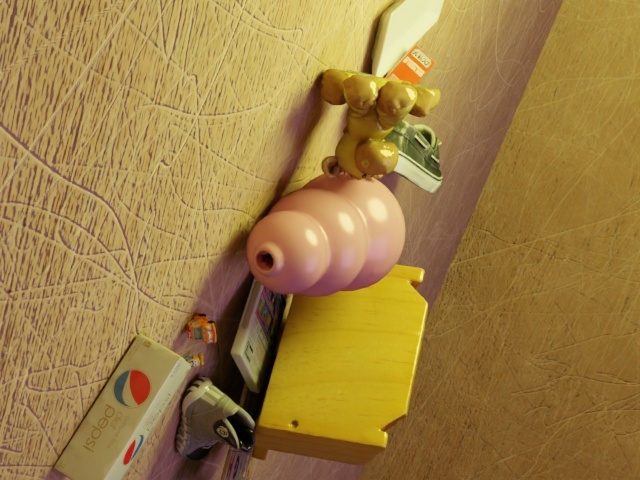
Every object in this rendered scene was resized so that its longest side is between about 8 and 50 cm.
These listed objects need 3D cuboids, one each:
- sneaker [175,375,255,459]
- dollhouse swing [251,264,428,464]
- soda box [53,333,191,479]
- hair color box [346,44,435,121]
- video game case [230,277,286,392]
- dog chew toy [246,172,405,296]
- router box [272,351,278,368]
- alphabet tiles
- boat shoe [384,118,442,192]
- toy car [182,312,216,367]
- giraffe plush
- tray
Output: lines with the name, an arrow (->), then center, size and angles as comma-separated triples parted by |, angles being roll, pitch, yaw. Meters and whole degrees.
sneaker -> -0.175, 0.339, 1.888 | 0.086, 0.132, 0.228 | -49, 160, -34
dollhouse swing -> 0.031, 0.255, 2.036 | 0.305, 0.315, 0.346 | 78, 23, -57
soda box -> -0.269, 0.241, 1.507 | 0.216, 0.074, 0.069 | -59, 165, -13
hair color box -> 0.126, -0.263, 1.941 | 0.167, 0.053, 0.093 | -51, -176, -33
video game case -> -0.105, 0.148, 1.902 | 0.201, 0.023, 0.183 | 76, 28, -63
dog chew toy -> 0.000, 0.000, 1.781 | 0.332, 0.207, 0.206 | -21, 137, -58
router box -> -0.063, 0.276, 2.341 | 0.133, 0.046, 0.178 | -47, 158, -46
alphabet tiles -> -0.133, 0.344, 2.082 | 0.285, 0.011, 0.342 | 68, 35, -77
boat shoe -> 0.203, -0.181, 2.283 | 0.119, 0.121, 0.335 | -60, 164, 6
toy car -> -0.189, 0.168, 1.698 | 0.041, 0.060, 0.122 | -14, 132, -28
giraffe plush -> 0.074, -0.174, 1.732 | 0.210, 0.182, 0.170 | -132, -129, -73
tray -> 0.157, -0.396, 1.924 | 0.270, 0.030, 0.145 | -49, 161, -43
